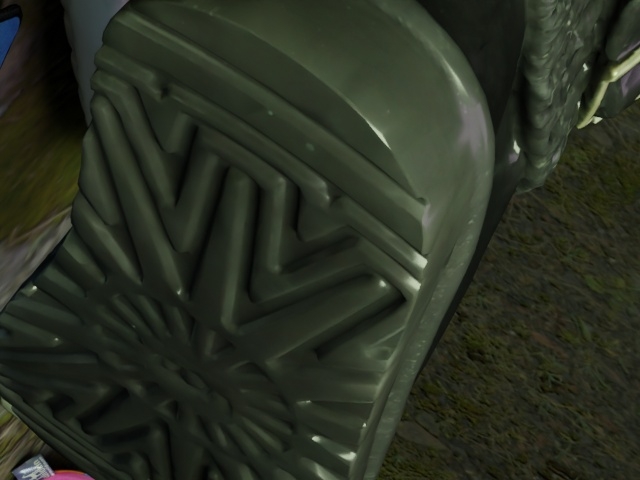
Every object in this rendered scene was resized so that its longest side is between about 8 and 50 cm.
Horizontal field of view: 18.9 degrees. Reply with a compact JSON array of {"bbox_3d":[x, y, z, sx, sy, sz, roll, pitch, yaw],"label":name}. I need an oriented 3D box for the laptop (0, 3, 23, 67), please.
[{"bbox_3d":[-0.157,0.182,0.530,0.236,0.408,0.382,4,123,-44],"label":"laptop"}]

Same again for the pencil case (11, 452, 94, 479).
[{"bbox_3d":[-0.150,0.194,1.224,0.104,0.104,0.236,-58,172,-6],"label":"pencil case"}]

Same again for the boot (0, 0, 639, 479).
[{"bbox_3d":[0.033,-0.049,0.619,0.260,0.131,0.348,-52,178,-31],"label":"boot"}]

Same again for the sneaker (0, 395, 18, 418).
[{"bbox_3d":[-0.064,0.024,0.962,0.222,0.118,0.083,-62,173,27],"label":"sneaker"}]

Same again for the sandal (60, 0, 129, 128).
[{"bbox_3d":[-0.013,-0.085,0.734,0.169,0.102,0.416,-46,164,-7],"label":"sandal"}]
